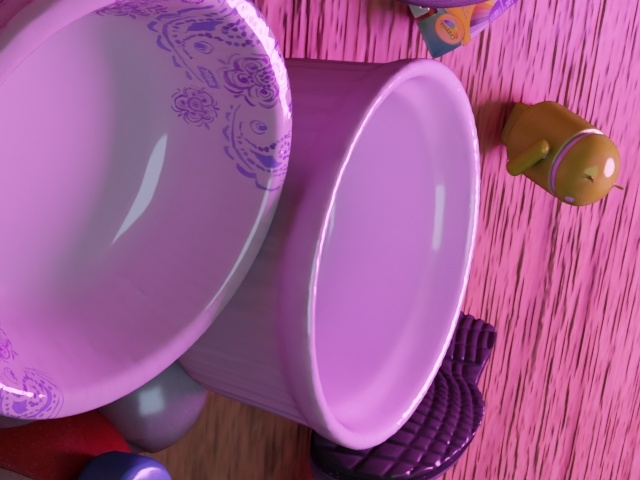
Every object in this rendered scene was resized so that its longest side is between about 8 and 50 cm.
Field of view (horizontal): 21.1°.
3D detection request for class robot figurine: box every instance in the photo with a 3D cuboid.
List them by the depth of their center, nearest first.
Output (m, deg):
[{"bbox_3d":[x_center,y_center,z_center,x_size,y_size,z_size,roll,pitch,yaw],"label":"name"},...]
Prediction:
[{"bbox_3d":[0.201,-0.072,1.428,0.101,0.115,0.067,7,114,-44],"label":"robot figurine"}]

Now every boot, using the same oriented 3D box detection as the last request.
[{"bbox_3d":[0.055,0.200,1.412,0.338,0.118,0.222,-35,147,-65],"label":"boot"}]

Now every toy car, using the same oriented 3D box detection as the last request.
[{"bbox_3d":[-0.158,0.118,1.246,0.210,0.219,0.238,50,54,-52],"label":"toy car"}]

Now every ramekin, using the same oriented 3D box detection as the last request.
[{"bbox_3d":[0.000,0.000,1.229,0.277,0.135,0.277,-35,130,-56],"label":"ramekin"}]

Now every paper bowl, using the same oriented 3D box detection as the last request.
[{"bbox_3d":[-0.164,-0.049,1.015,0.284,0.148,0.284,-30,134,-37],"label":"paper bowl"}]

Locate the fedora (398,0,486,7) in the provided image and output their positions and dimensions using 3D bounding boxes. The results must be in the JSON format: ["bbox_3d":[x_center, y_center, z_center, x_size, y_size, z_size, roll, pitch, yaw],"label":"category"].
[{"bbox_3d":[0.096,-0.290,1.169,0.275,0.124,0.243,-28,133,-10],"label":"fedora"}]

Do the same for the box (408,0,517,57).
[{"bbox_3d":[0.131,-0.228,1.310,0.179,0.043,0.105,-41,138,-12],"label":"box"}]
